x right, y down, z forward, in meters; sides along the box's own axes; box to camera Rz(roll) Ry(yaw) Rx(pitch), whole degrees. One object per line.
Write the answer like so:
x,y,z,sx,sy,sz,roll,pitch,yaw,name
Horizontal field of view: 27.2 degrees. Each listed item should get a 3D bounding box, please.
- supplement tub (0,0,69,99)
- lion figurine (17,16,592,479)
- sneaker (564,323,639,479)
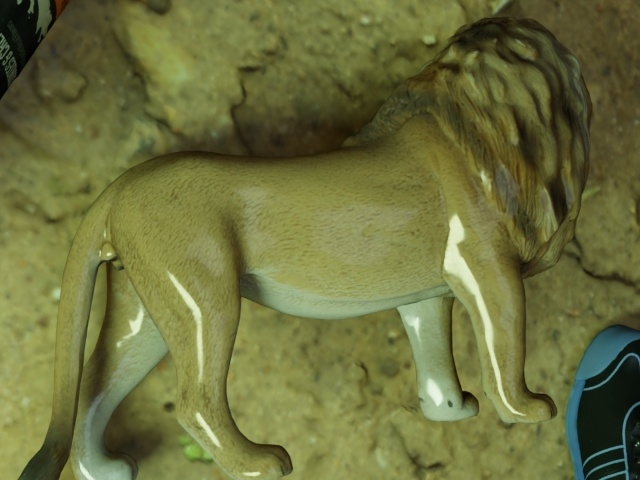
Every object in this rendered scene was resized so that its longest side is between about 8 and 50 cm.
-0.234,-0.094,0.568,0.193,0.193,0.316,39,73,-27,supplement tub
0.000,0.000,0.753,0.392,0.142,0.240,-9,89,-27,lion figurine
0.222,0.177,0.923,0.081,0.090,0.232,9,88,-32,sneaker
